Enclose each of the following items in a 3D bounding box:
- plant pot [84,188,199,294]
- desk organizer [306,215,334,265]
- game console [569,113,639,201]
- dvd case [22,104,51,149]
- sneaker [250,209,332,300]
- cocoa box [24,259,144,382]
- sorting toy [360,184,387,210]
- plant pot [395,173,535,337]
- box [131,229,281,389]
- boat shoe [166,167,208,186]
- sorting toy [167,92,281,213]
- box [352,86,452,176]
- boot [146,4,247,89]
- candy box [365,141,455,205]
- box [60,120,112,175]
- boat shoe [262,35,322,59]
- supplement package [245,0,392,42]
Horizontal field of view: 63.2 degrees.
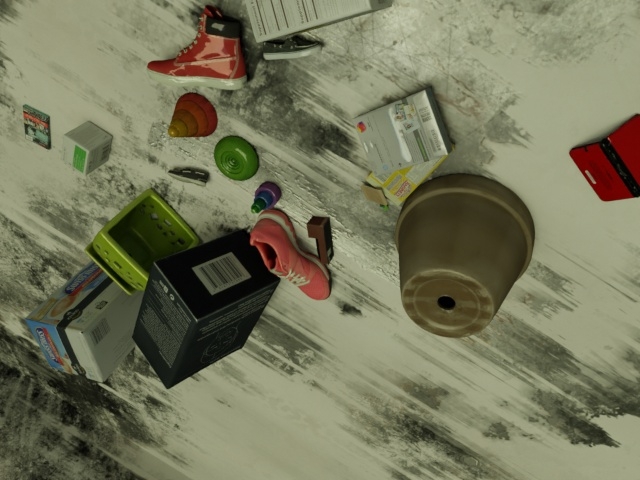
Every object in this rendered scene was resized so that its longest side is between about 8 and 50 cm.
[{"bbox_3d":[-0.547,0.020,1.567,0.207,0.228,0.227,-25,112,42],"label":"plant pot"},{"bbox_3d":[0.000,0.000,1.416,0.050,0.047,0.130,8,127,22],"label":"desk organizer"},{"bbox_3d":[0.602,-0.162,1.047,0.144,0.085,0.124,48,160,-14],"label":"game console"},{"bbox_3d":[-0.854,-0.340,1.569,0.087,0.013,0.119,26,130,5],"label":"dvd case"},{"bbox_3d":[-0.093,0.070,1.450,0.116,0.136,0.314,-24,112,37],"label":"sneaker"},{"bbox_3d":[-0.731,0.247,1.730,0.228,0.347,0.231,9,127,18],"label":"cocoa box"},{"bbox_3d":[0.138,-0.105,1.286,0.062,0.012,0.083,19,154,39],"label":"sorting toy"},{"bbox_3d":[0.302,0.054,1.168,0.323,0.280,0.323,13,128,17],"label":"plant pot"},{"bbox_3d":[-0.341,0.202,1.520,0.212,0.294,0.395,48,134,18],"label":"box"},{"bbox_3d":[-0.370,-0.182,1.453,0.125,0.038,0.046,15,171,21],"label":"boat shoe"},{"bbox_3d":[-0.258,-0.203,1.329,0.365,0.126,0.127,47,129,-12],"label":"sorting toy"},{"bbox_3d":[0.177,-0.232,1.139,0.186,0.038,0.145,-14,105,37],"label":"box"},{"bbox_3d":[-0.293,-0.447,1.193,0.244,0.088,0.176,5,126,11],"label":"boot"},{"bbox_3d":[0.203,-0.178,1.204,0.105,0.027,0.206,37,131,-5],"label":"candy box"},{"bbox_3d":[-0.666,-0.263,1.483,0.087,0.102,0.101,34,132,0],"label":"box"},{"bbox_3d":[-0.065,-0.421,1.131,0.142,0.049,0.040,4,125,25],"label":"boat shoe"},{"bbox_3d":[-0.009,-0.479,0.993,0.244,0.139,0.133,-4,112,28],"label":"supplement package"}]
